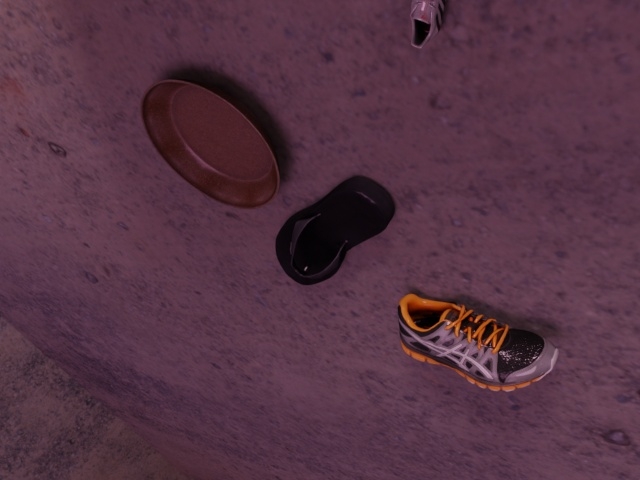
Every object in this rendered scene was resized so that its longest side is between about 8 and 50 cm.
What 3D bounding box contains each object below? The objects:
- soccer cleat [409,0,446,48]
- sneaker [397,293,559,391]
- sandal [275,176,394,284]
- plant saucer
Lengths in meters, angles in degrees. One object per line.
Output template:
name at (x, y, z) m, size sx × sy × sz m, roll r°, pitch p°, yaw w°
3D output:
soccer cleat at (0.085, -0.190, 0.493) m, size 0.029 × 0.036 × 0.083 m, roll 23°, pitch 147°, yaw 16°
sneaker at (0.183, 0.121, 0.784) m, size 0.214 × 0.084 × 0.083 m, roll 6°, pitch 134°, yaw 38°
sandal at (0.000, -0.001, 0.804) m, size 0.097 × 0.054 × 0.254 m, roll 36°, pitch 148°, yaw -4°
plant saucer at (-0.128, -0.121, 0.774) m, size 0.198 × 0.036 × 0.199 m, roll 23°, pitch 146°, yaw 17°
